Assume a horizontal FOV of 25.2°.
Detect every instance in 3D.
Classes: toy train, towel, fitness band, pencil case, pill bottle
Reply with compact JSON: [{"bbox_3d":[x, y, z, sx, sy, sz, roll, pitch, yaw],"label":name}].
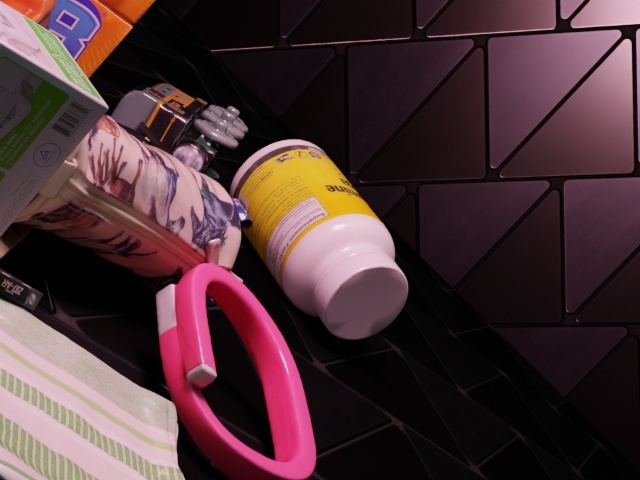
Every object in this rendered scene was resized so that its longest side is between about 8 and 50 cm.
[{"bbox_3d":[-0.228,-0.172,2.274,0.190,0.142,0.334,32,11,-5],"label":"toy train"},{"bbox_3d":[-0.202,0.173,1.231,0.248,0.038,0.325,37,12,-25],"label":"towel"},{"bbox_3d":[-0.088,0.147,1.552,0.209,0.054,0.290,42,22,-35],"label":"fitness band"},{"bbox_3d":[-0.229,-0.048,1.583,0.184,0.160,0.410,31,-2,28],"label":"pencil case"},{"bbox_3d":[0.000,0.000,2.249,0.188,0.188,0.334,33,15,-43],"label":"pill bottle"}]

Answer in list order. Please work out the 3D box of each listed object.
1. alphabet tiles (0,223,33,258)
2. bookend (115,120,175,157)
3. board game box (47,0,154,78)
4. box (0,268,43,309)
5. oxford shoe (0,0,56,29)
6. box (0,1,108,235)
[{"bbox_3d":[-0.418,-0.089,1.448,0.285,0.011,0.342,41,4,-8],"label":"alphabet tiles"},{"bbox_3d":[-0.270,-0.111,2.018,0.157,0.072,0.156,47,12,26],"label":"bookend"},{"bbox_3d":[-0.440,-0.475,2.066,0.356,0.356,0.356,35,13,-36],"label":"board game box"},{"bbox_3d":[-0.310,0.034,1.357,0.067,0.018,0.083,34,-8,-41],"label":"box"},{"bbox_3d":[-0.426,-0.233,1.796,0.130,0.132,0.363,22,31,5],"label":"oxford shoe"},{"bbox_3d":[-0.343,-0.082,1.113,0.231,0.262,0.127,30,16,-47],"label":"box"}]
